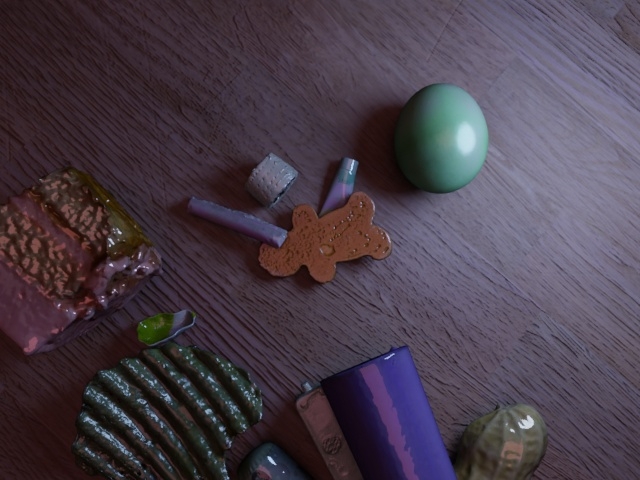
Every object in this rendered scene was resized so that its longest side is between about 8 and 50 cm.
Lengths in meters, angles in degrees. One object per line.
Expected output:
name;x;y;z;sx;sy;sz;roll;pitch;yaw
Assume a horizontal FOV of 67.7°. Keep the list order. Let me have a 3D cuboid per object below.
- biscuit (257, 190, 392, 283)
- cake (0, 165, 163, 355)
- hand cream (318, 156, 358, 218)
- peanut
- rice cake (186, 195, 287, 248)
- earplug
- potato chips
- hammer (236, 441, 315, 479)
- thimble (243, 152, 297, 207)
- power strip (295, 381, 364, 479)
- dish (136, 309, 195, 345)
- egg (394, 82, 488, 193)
biscuit;0.000;0.001;1.184;0.324;0.049;0.205;-23;86;-2
cake;-0.535;0.044;1.015;0.307;0.314;0.293;-42;89;-10
hand cream;0.052;-0.122;1.214;0.076;0.047;0.174;17;91;-2
peanut;0.396;0.528;1.099;0.174;0.158;0.340;29;84;-17
rice cake;-0.205;-0.046;1.159;0.270;0.049;0.055;22;98;9
earplug;0.177;0.474;1.026;0.215;0.215;0.456;-21;76;-7
potato chips;-0.351;0.423;1.082;0.389;0.097;0.373;22;82;1
hammer;-0.164;0.631;1.074;0.206;0.119;0.335;44;89;2
thimble;-0.120;-0.145;1.170;0.090;0.102;0.115;39;107;1
power strip;0.053;0.504;1.123;0.091;0.062;0.385;-29;86;-7
dish;-0.362;0.213;1.135;0.137;0.039;0.091;-18;41;-23
egg;0.289;-0.247;1.154;0.220;0.220;0.269;0;81;-4
